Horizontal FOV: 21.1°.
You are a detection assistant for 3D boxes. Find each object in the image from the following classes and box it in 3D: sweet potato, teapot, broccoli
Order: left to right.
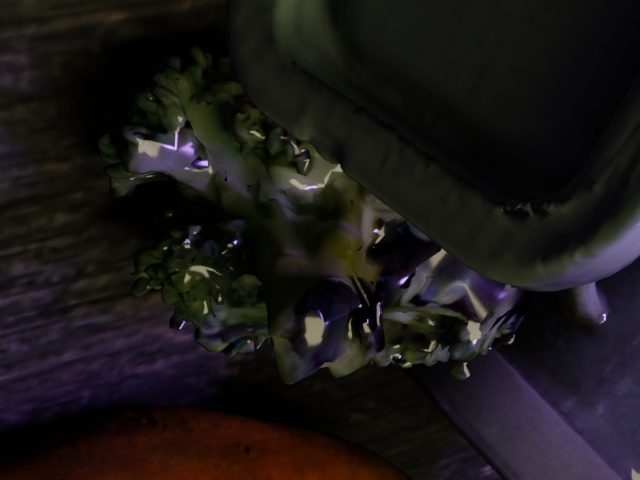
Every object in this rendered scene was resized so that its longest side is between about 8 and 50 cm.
[{"bbox_3d":[-0.061,0.128,0.745,0.359,0.112,0.112,9,116,-26],"label":"sweet potato"},{"bbox_3d":[0.000,0.000,0.654,0.154,0.160,0.167,-23,118,3],"label":"broccoli"},{"bbox_3d":[0.200,-0.013,0.775,0.337,0.200,0.270,-45,139,2],"label":"teapot"}]

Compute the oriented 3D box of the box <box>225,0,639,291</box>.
[{"bbox_3d":[0.134,-0.135,0.542,0.182,0.175,0.312,15,109,-54],"label":"box"}]
